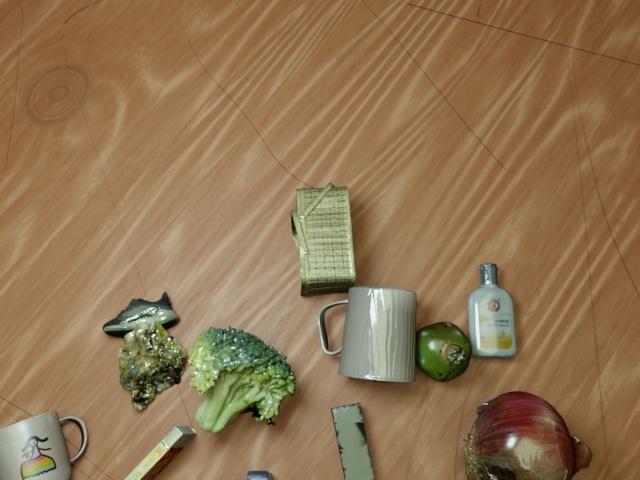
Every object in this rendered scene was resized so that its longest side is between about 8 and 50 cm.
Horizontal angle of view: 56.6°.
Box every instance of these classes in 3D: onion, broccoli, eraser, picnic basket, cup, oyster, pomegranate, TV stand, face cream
[{"bbox_3d":[0.527,0.584,1.603,0.354,0.353,0.353,0,74,0],"label":"onion"},{"bbox_3d":[-0.233,0.401,1.654,0.294,0.348,0.280,32,87,15],"label":"broccoli"},{"bbox_3d":[-0.461,0.623,1.683,0.038,0.157,0.230,41,79,14],"label":"eraser"},{"bbox_3d":[0.000,0.000,1.823,0.176,0.228,0.312,-3,75,-3],"label":"picnic basket"},{"bbox_3d":[0.150,0.277,1.757,0.208,0.289,0.272,13,79,-42],"label":"cup"},{"bbox_3d":[-0.513,0.363,1.771,0.214,0.083,0.222,-36,99,-5],"label":"oyster"},{"bbox_3d":[-0.788,0.607,1.693,0.253,0.191,0.200,-16,76,-38],"label":"cup"},{"bbox_3d":[0.362,0.326,1.736,0.180,0.210,0.179,0,88,-8],"label":"pomegranate"},{"bbox_3d":[0.098,0.614,1.722,0.088,0.082,0.269,-11,75,-4],"label":"TV stand"},{"bbox_3d":[0.527,0.216,1.835,0.144,0.071,0.290,2,74,1],"label":"face cream"}]

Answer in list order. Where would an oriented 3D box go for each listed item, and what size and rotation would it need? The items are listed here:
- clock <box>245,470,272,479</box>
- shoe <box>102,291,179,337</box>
[{"bbox_3d":[-0.176,0.748,1.653,0.073,0.144,0.193,4,74,-4],"label":"clock"},{"bbox_3d":[-0.554,0.229,1.834,0.228,0.099,0.112,-9,67,-6],"label":"shoe"}]
